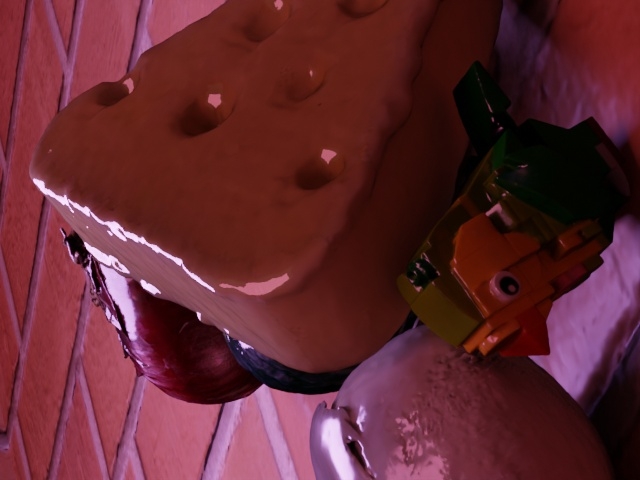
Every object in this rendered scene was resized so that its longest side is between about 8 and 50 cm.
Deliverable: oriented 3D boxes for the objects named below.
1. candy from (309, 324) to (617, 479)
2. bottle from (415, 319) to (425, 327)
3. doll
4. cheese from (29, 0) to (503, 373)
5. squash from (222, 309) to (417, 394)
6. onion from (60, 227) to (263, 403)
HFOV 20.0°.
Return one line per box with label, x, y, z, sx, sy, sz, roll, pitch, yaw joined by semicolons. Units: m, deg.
candy;0.112;0.193;1.231;0.295;0.185;0.295;57;160;33
bottle;0.095;0.129;1.445;0.053;0.053;0.140;-135;46;-61
doll;0.120;-0.011;1.175;0.186;0.134;0.106;-63;7;-34
cheese;-0.007;-0.100;1.315;0.104;0.384;0.384;50;-177;-36
squash;0.000;0.000;1.491;0.252;0.165;0.252;-177;90;-74
onion;-0.116;0.012;1.783;0.314;0.232;0.314;-15;-90;-88
